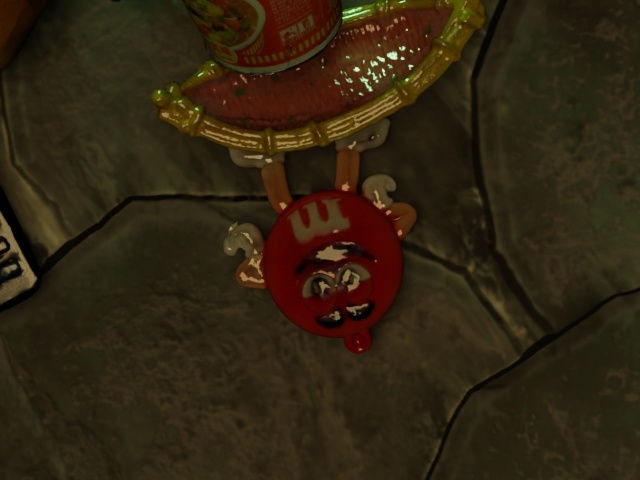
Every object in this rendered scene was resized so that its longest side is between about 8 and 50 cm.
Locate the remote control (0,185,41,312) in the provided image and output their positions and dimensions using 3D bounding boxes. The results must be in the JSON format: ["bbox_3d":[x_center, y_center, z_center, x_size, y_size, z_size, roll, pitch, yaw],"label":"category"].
[{"bbox_3d":[-0.409,-0.101,1.855,0.144,0.062,0.399,-28,90,9],"label":"remote control"}]

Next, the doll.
[{"bbox_3d":[0.000,0.000,1.792,0.183,0.085,0.217,-9,82,8],"label":"doll"}]

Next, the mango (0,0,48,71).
[{"bbox_3d":[-0.323,-0.271,1.802,0.166,0.136,0.236,3,96,19],"label":"mango"}]

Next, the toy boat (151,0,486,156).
[{"bbox_3d":[0.007,-0.154,1.769,0.318,0.099,0.141,-19,60,1],"label":"toy boat"}]

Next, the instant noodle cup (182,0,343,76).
[{"bbox_3d":[-0.067,-0.260,1.672,0.193,0.212,0.193,-9,46,10],"label":"instant noodle cup"}]
